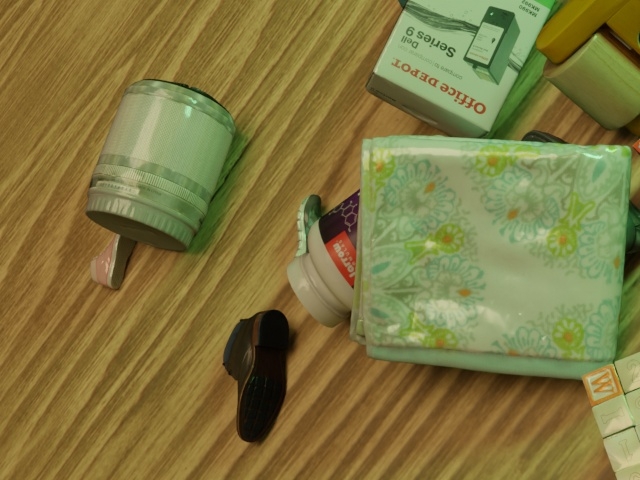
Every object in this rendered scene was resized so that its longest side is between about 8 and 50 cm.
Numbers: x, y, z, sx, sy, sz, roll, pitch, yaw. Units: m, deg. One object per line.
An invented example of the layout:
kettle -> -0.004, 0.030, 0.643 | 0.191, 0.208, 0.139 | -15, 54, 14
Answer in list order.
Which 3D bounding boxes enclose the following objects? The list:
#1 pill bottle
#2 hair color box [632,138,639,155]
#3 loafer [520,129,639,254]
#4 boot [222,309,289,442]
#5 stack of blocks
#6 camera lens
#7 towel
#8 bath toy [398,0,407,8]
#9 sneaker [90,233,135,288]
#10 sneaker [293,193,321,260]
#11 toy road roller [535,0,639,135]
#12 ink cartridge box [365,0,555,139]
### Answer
pill bottle -> 0.109, -0.004, 1.714 | 0.323, 0.181, 0.181 | -37, 52, 16
hair color box -> 0.526, -0.155, 1.546 | 0.167, 0.093, 0.053 | -43, 50, 12
loafer -> 0.387, -0.066, 1.628 | 0.267, 0.084, 0.096 | 57, 136, 42
boot -> -0.114, 0.224, 1.853 | 0.106, 0.082, 0.219 | -8, 66, 57
stack of blocks -> 0.428, 0.301, 1.343 | 0.087, 0.171, 0.297 | -27, 55, 23
camera lens -> -0.292, -0.143, 2.045 | 0.219, 0.219, 0.274 | 8, 73, 38
towel -> 0.228, 0.020, 1.542 | 0.374, 0.090, 0.320 | 4, 100, 16
bath toy -> 0.255, -0.543, 1.910 | 0.151, 0.129, 0.348 | 23, 82, 6
sneaker -> -0.407, 0.025, 2.157 | 0.070, 0.051, 0.134 | 8, 77, 33
sneaker -> 0.000, 0.000, 1.882 | 0.076, 0.065, 0.166 | -3, 69, 17
toy road roller -> 0.479, -0.340, 1.602 | 0.329, 0.202, 0.240 | -45, 17, 27
ink cartridge box -> 0.228, -0.328, 1.762 | 0.211, 0.121, 0.289 | 26, 84, -1
